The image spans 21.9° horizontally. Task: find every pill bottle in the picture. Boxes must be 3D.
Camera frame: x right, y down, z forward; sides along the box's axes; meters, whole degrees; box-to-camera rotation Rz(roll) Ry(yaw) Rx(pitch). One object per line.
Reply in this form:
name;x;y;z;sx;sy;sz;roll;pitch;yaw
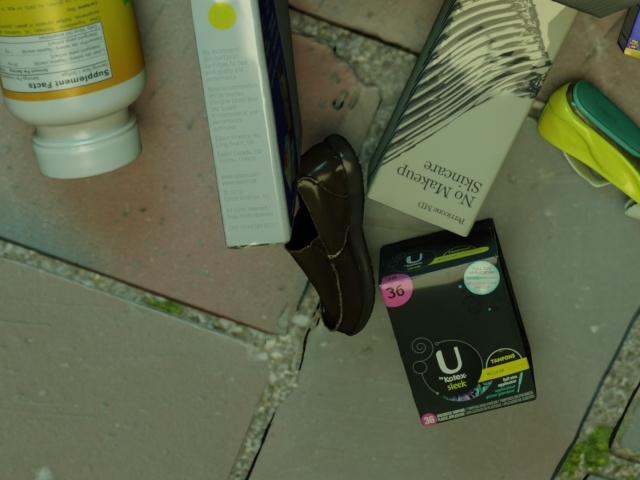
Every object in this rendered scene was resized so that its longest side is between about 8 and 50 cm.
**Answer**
pill bottle;-0.237;-0.188;1.529;0.136;0.136;0.246;-7;112;6

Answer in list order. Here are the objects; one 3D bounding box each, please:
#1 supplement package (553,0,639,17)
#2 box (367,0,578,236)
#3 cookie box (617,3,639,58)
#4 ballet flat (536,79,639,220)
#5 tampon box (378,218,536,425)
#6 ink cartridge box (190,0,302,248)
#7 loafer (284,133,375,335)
supplement package;0.145;-0.318;1.356;0.293;0.175;0.177;18;91;-5
box;0.145;-0.152;1.544;0.113;0.094;0.275;21;112;-6
cookie box;0.338;-0.215;1.535;0.091;0.040;0.107;15;114;-4
ballet flat;0.304;-0.064;1.592;0.231;0.077;0.077;37;131;-9
tampon box;0.136;0.080;1.637;0.120;0.101;0.161;-15;111;9
ink cartridge box;-0.064;-0.189;1.429;0.072;0.303;0.307;-6;112;5
loafer;0.000;0.000;1.605;0.078;0.080;0.220;-16;122;-15
